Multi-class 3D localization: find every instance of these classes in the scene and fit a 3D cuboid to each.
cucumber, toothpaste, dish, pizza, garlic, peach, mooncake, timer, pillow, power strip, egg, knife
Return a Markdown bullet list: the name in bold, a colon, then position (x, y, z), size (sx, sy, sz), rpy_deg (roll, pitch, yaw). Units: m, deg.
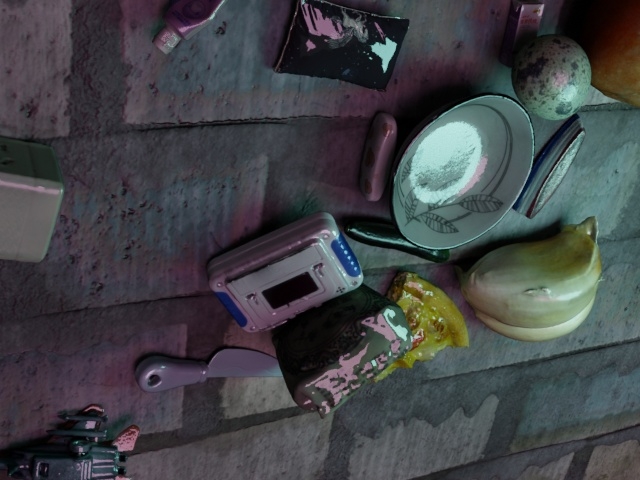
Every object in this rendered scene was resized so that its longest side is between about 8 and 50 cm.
- **cucumber**: position (0.153, -0.002, 1.608), size (0.284, 0.056, 0.056), rpy_deg (15, 114, -36)
- **toothpaste**: position (-0.140, -0.395, 1.196), size (0.075, 0.048, 0.301), rpy_deg (39, 94, -11)
- **dish**: position (0.239, -0.140, 1.517), size (0.316, 0.106, 0.317), rpy_deg (-16, 127, -21)
- **pizza**: position (0.177, 0.222, 1.757), size (0.288, 0.075, 0.280), rpy_deg (-47, 128, 9)
- **garlic**: position (0.455, 0.098, 1.747), size (0.313, 0.286, 0.249), rpy_deg (-28, 86, -14)
- **peach**: position (0.578, -0.352, 1.463), size (0.252, 0.252, 0.252), rpy_deg (-13, 127, -18)
- **mooncake**: position (0.030, 0.185, 1.554), size (0.254, 0.250, 0.136), rpy_deg (-37, 110, -4)
- **timer**: position (-0.062, 0.066, 1.499), size (0.253, 0.078, 0.178), rpy_deg (-25, 130, 9)
- **pillow**: position (0.038, -0.315, 1.336), size (0.208, 0.055, 0.141), rpy_deg (3, 128, -27)
- **power strip**: position (-0.498, -0.068, 1.183), size (0.224, 0.140, 0.139), rpy_deg (10, 118, -30)
- **egg**: position (0.401, -0.278, 1.437), size (0.132, 0.132, 0.172), rpy_deg (-37, 138, 1)
- **knife**: position (-0.199, 0.245, 1.617), size (0.331, 0.044, 0.080), rpy_deg (0, 115, -33)

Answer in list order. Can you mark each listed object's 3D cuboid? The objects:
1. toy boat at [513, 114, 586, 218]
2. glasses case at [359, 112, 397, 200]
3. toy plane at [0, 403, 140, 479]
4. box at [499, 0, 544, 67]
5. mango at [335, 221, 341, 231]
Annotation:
- **toy boat**: position (0.469, -0.145, 1.672), size (0.080, 0.046, 0.229), rpy_deg (14, 117, -30)
- **glasses case**: position (0.102, -0.147, 1.473), size (0.041, 0.063, 0.164), rpy_deg (-2, 123, -22)
- **toy plane**: position (-0.504, 0.415, 1.535), size (0.326, 0.104, 0.223), rpy_deg (4, 93, -25)
- **box**: position (0.354, -0.366, 1.465), size (0.050, 0.036, 0.117), rpy_deg (-10, 125, -21)
- **mango**: position (0.000, 0.000, 1.535), size (0.060, 0.046, 0.089), rpy_deg (29, 109, -37)
